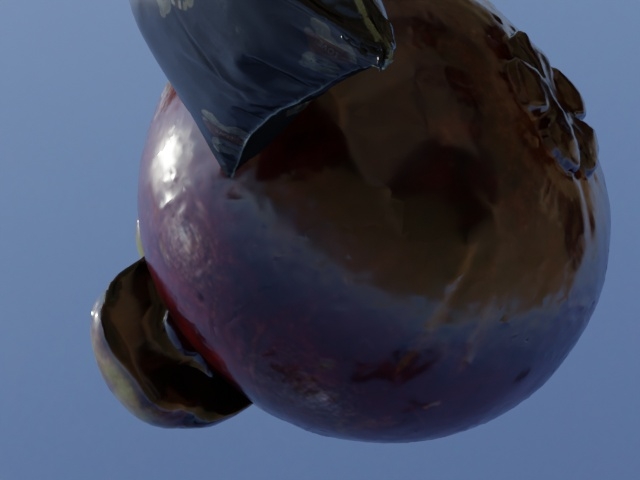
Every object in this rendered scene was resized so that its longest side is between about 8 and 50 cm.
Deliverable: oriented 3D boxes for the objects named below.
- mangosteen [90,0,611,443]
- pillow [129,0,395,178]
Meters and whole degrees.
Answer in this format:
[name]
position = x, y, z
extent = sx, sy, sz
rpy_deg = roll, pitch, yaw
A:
[mangosteen]
position = 0.000, 0.000, 0.755
extent = 0.215, 0.257, 0.215
rpy_deg = 42, -151, -30
[pillow]
position = -0.025, -0.080, 0.576
extent = 0.048, 0.150, 0.090
rpy_deg = -39, -85, -25
